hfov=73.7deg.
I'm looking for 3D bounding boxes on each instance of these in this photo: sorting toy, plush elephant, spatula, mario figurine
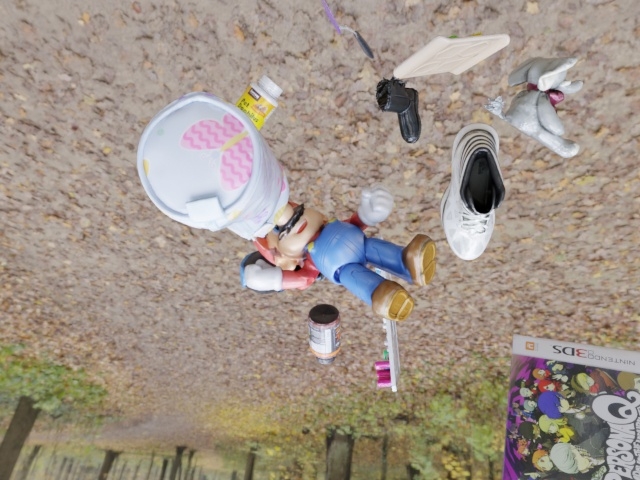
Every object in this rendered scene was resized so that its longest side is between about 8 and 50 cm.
[{"bbox_3d":[0.307,-0.447,1.024,0.208,0.038,0.193,-12,-179,-24],"label":"sorting toy"},{"bbox_3d":[0.745,-0.484,1.428,0.330,0.272,0.255,24,115,-19],"label":"plush elephant"},{"bbox_3d":[0.078,-0.557,1.142,0.030,0.084,0.296,-36,158,26],"label":"spatula"},{"bbox_3d":[0.000,0.000,0.655,0.321,0.198,0.170,20,118,36],"label":"mario figurine"}]

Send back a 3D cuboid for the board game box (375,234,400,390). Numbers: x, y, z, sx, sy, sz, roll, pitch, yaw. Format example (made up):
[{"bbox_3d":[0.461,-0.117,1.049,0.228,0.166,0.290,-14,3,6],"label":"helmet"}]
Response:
[{"bbox_3d":[0.186,0.209,1.250,0.050,0.389,0.390,-6,169,10],"label":"board game box"}]

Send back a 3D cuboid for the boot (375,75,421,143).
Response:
[{"bbox_3d":[0.154,-0.256,0.841,0.099,0.121,0.045,-2,-179,-44],"label":"boot"}]

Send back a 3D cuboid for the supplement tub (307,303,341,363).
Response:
[{"bbox_3d":[0.014,0.309,1.388,0.106,0.106,0.197,2,124,7],"label":"supplement tub"}]

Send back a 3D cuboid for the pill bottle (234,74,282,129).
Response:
[{"bbox_3d":[-0.229,-0.462,1.485,0.117,0.117,0.215,32,105,-36],"label":"pill bottle"}]

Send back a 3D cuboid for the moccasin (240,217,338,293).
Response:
[{"bbox_3d":[-0.013,0.051,0.947,0.117,0.342,0.137,11,118,43],"label":"moccasin"}]

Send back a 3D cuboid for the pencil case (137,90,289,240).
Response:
[{"bbox_3d":[-0.104,-0.066,0.494,0.114,0.124,0.273,6,177,1],"label":"pencil case"}]

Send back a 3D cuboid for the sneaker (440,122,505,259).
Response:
[{"bbox_3d":[0.432,-0.088,1.247,0.169,0.257,0.447,3,123,17],"label":"sneaker"}]

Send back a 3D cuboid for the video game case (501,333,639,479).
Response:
[{"bbox_3d":[0.382,0.266,0.615,0.210,0.232,0.042,4,159,28],"label":"video game case"}]
